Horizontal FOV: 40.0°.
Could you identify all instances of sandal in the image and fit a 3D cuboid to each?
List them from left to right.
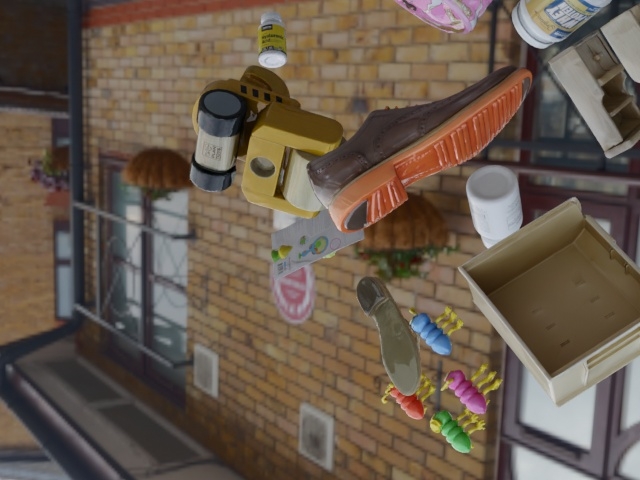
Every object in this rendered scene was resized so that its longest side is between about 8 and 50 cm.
[{"bbox_3d":[0.151,0.169,1.624,0.079,0.240,0.088,2,142,-42],"label":"sandal"}]

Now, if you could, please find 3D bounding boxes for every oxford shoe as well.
[{"bbox_3d":[0.143,-0.165,1.291,0.363,0.133,0.130,-33,154,-5],"label":"oxford shoe"}]

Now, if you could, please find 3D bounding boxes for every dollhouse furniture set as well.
[{"bbox_3d":[0.729,-0.389,1.850,0.394,0.256,0.362,-31,-177,45],"label":"dollhouse furniture set"}]

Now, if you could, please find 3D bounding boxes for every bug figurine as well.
[{"bbox_3d":[0.206,0.256,1.548,0.072,0.279,0.216,-24,-127,-32],"label":"bug figurine"}]

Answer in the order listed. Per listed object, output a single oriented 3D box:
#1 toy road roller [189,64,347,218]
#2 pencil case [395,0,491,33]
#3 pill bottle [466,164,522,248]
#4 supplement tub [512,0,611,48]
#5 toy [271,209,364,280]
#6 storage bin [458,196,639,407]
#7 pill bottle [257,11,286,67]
[{"bbox_3d":[-0.096,-0.217,1.766,0.329,0.203,0.241,19,-134,2],"label":"toy road roller"},{"bbox_3d":[0.239,-0.482,1.248,0.167,0.386,0.160,29,-176,-13],"label":"pencil case"},{"bbox_3d":[0.460,-0.078,2.296,0.131,0.229,0.131,-9,-129,12],"label":"pill bottle"},{"bbox_3d":[0.542,-0.538,1.972,0.144,0.144,0.199,-4,159,-34],"label":"supplement tub"},{"bbox_3d":[0.000,0.000,1.970,0.237,0.137,0.056,-23,138,20],"label":"toy"},{"bbox_3d":[0.420,0.096,1.479,0.260,0.123,0.262,-32,-129,-4],"label":"storage bin"},{"bbox_3d":[-0.110,-0.458,1.999,0.065,0.116,0.065,-3,160,-1],"label":"pill bottle"}]
